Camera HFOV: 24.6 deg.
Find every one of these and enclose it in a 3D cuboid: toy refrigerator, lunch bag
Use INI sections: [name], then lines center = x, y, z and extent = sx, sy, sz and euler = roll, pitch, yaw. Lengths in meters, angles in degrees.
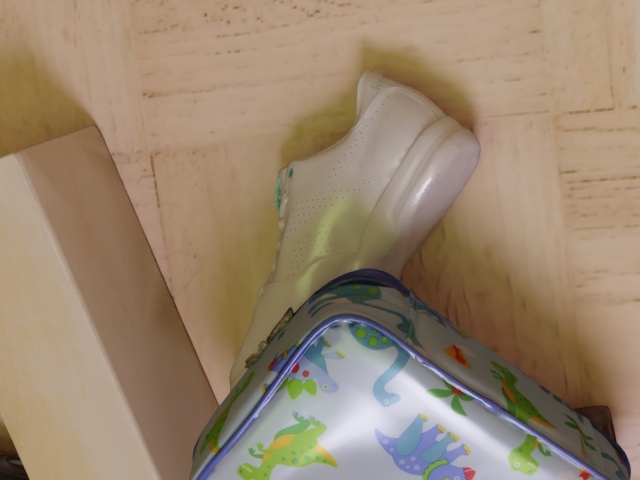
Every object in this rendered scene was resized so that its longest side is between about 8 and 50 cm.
[toy refrigerator]
center = -0.143, 0.076, 0.895
extent = 0.094, 0.102, 0.270
euler = -20, 96, 22
[lunch bag]
center = 0.045, 0.136, 0.790
extent = 0.219, 0.090, 0.176
euler = 34, 107, -9

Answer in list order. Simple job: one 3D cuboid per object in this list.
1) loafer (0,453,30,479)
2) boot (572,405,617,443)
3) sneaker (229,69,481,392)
[loafer]
center = -0.275, 0.175, 0.986
extent = 0.302, 0.095, 0.109
euler = 10, 136, 21
[boot]
center = 0.132, 0.155, 0.853
extent = 0.106, 0.037, 0.114
euler = -20, 99, 9
[sneaker]
center = 0.000, 0.000, 0.851
extent = 0.094, 0.080, 0.212
euler = 41, 107, 19
